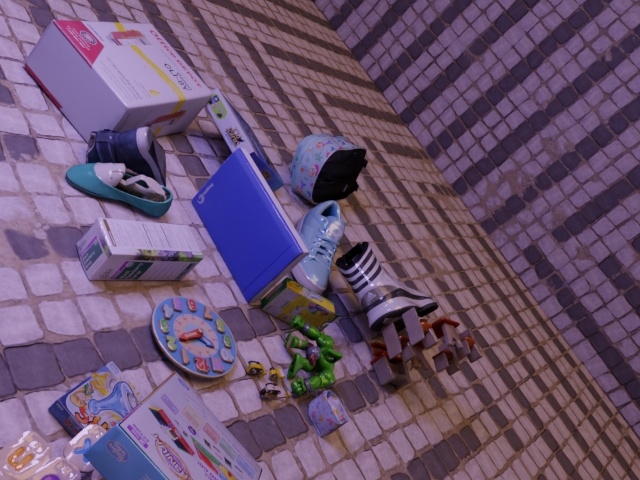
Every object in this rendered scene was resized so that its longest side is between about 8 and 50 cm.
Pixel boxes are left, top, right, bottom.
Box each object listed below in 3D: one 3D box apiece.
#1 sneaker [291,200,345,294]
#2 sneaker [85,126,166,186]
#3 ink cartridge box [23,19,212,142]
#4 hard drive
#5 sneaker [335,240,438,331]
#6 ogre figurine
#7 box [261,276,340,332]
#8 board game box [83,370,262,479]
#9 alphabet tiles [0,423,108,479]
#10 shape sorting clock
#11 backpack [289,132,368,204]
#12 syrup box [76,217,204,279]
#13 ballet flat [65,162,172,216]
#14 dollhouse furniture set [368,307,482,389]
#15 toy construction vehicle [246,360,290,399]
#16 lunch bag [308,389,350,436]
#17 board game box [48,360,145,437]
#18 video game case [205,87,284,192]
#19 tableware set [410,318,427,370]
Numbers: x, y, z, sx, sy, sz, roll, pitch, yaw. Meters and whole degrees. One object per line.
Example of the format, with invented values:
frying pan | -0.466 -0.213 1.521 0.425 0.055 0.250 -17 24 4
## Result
sneaker | 0.000 0.000 1.825 0.135 0.150 0.366 33 31 -24
sneaker | -0.459 -0.192 1.499 0.226 0.163 0.086 84 0 -66
ink cartridge box | -0.503 -0.412 1.638 0.279 0.160 0.385 49 27 2
hard drive | -0.181 -0.037 1.552 0.040 0.210 0.318 -2 55 -55
sneaker | 0.194 0.121 1.835 0.257 0.169 0.447 61 14 17
ogre figurine | -0.018 0.279 1.499 0.118 0.097 0.197 20 25 -23
box | -0.046 0.170 1.588 0.179 0.105 0.043 33 32 -27
board game box | -0.208 0.345 0.984 0.242 0.064 0.316 48 1 1
alphabet tiles | -0.353 0.397 0.867 0.284 0.021 0.278 39 41 5
shape sorting clock | -0.259 0.197 1.320 0.206 0.040 0.206 35 30 -24
backpack | 0.011 -0.237 2.080 0.191 0.225 0.253 32 27 20
syrup box | -0.374 0.022 1.328 0.237 0.093 0.096 4 50 -53
ballet flat | -0.443 -0.131 1.436 0.247 0.087 0.083 24 36 -37
dollhouse furniture set | 0.255 0.280 1.702 0.262 0.259 0.135 22 40 -39
toy construction vehicle | -0.115 0.311 1.392 0.098 0.035 0.086 20 27 -45
lunch bag | 0.016 0.387 1.429 0.053 0.071 0.083 -1 53 -53
board game box | -0.336 0.315 1.063 0.201 0.035 0.136 48 27 1
video game case | -0.223 -0.287 1.871 0.244 0.061 0.269 60 6 21
tableware set | 0.296 0.306 1.876 0.024 0.154 0.104 9 17 20
